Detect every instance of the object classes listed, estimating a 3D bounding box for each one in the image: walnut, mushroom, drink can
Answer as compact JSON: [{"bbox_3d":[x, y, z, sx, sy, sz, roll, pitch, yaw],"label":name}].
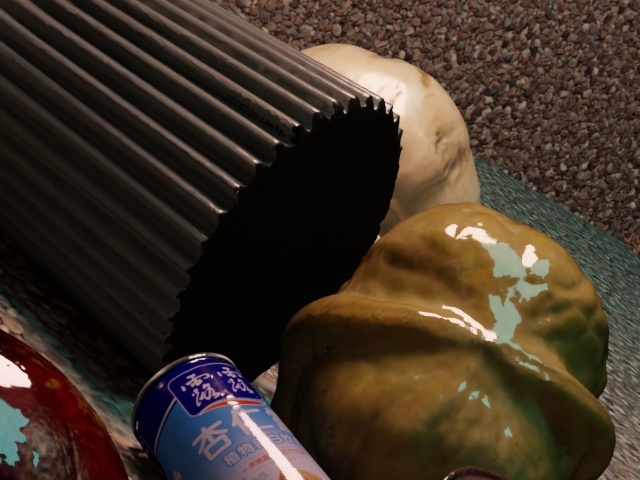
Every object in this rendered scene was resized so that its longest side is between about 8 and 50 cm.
[{"bbox_3d":[0.095,0.125,1.354,0.253,0.282,0.277,48,-22,10],"label":"walnut"},{"bbox_3d":[0.006,-0.033,1.858,0.314,0.314,0.336,36,41,3],"label":"mushroom"},{"bbox_3d":[-0.038,0.184,1.221,0.097,0.097,0.235,22,19,-48],"label":"drink can"}]

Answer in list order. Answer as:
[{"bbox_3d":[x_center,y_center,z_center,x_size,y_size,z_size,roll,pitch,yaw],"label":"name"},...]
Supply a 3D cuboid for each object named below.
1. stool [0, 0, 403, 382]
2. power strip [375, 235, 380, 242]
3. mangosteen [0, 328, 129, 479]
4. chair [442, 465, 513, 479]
[{"bbox_3d":[-0.146,-0.074,1.485,0.330,0.297,0.297,35,11,23],"label":"stool"},{"bbox_3d":[0.000,0.000,1.674,0.058,0.098,0.338,-12,-66,57],"label":"power strip"},{"bbox_3d":[-0.201,0.146,0.735,0.215,0.215,0.257,38,44,12],"label":"mangosteen"},{"bbox_3d":[0.152,0.303,1.084,0.175,0.183,0.326,31,6,-29],"label":"chair"}]
